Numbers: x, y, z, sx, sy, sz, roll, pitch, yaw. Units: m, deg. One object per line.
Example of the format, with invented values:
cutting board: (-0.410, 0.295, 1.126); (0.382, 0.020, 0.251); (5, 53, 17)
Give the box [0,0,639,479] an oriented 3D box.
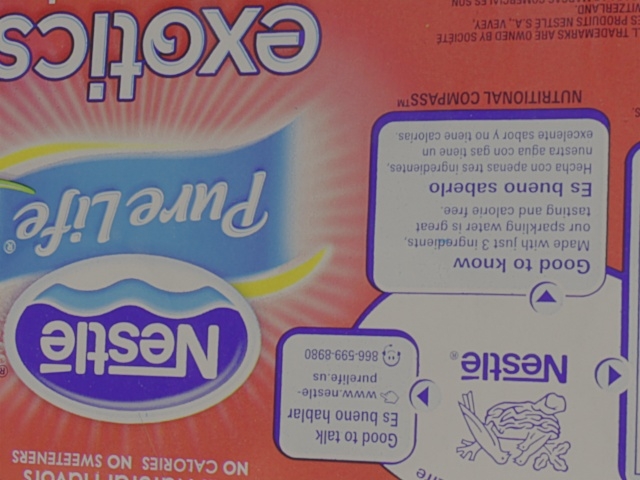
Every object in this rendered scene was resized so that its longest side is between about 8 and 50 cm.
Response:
box: (0.000, 0.000, 0.456); (0.299, 0.142, 0.154); (0, -97, 18)
